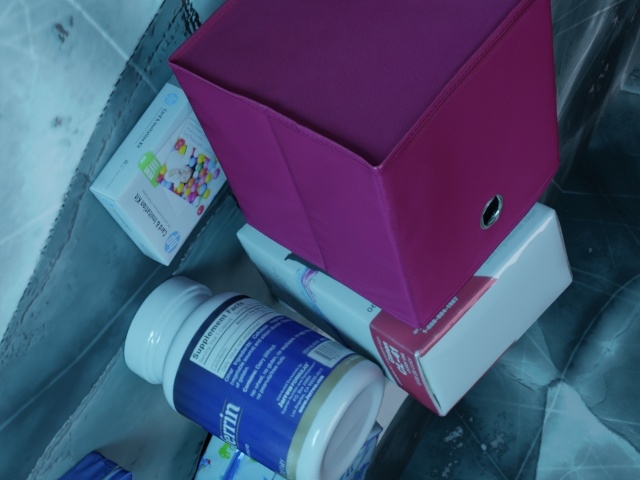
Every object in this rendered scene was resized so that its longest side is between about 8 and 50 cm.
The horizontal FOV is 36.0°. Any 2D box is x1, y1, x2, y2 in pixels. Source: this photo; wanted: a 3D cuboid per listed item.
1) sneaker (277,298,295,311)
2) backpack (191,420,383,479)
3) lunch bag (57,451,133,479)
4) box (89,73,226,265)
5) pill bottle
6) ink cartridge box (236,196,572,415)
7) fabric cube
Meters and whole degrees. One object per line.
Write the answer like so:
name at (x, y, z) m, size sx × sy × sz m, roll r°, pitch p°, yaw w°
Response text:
sneaker at (0.000, 0.000, 1.320) m, size 0.094 × 0.091 × 0.258 m, roll -39°, pitch 147°, yaw -47°
backpack at (-0.063, 0.343, 1.395) m, size 0.290 × 0.273 × 0.356 m, roll -12°, pitch 113°, yaw -55°
lunch bag at (-0.252, 0.290, 1.103) m, size 0.098 × 0.065 × 0.067 m, roll -40°, pitch 148°, yaw -45°
box at (-0.139, -0.086, 0.988) m, size 0.186 × 0.038 × 0.145 m, roll -56°, pitch 156°, yaw -16°
pill bottle at (-0.076, 0.148, 1.080) m, size 0.153 × 0.264 × 0.153 m, roll -46°, pitch 151°, yaw -35°
ink cartridge box at (0.089, 0.017, 1.110) m, size 0.226 × 0.306 × 0.131 m, roll -45°, pitch 139°, yaw -15°
fabric cube at (0.059, -0.123, 0.954) m, size 0.254 × 0.259 × 0.258 m, roll -47°, pitch 147°, yaw -19°
